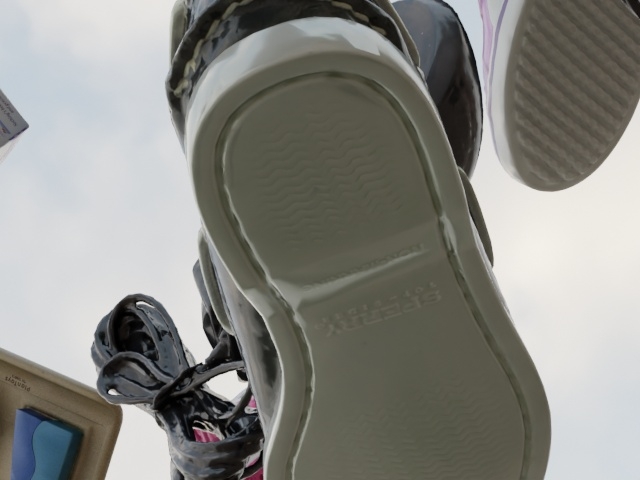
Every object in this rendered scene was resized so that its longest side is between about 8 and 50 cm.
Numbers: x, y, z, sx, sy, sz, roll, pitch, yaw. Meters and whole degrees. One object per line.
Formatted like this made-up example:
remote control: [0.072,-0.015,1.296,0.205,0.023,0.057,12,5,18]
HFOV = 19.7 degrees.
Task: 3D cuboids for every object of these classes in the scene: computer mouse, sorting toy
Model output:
computer mouse: [0.000,0.000,0.956,0.072,0.188,0.272,34,-87,-31]
sorting toy: [-0.332,0.194,1.639,0.041,0.307,0.229,-4,-68,-64]

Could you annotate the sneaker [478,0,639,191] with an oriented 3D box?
sneaker: [0.126,-0.178,1.123,0.102,0.161,0.282,-1,-78,-26]

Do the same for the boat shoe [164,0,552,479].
boat shoe: [0.016,0.017,0.671,0.114,0.091,0.302,-12,-44,-3]

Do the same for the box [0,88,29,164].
box: [-0.306,-0.057,1.396,0.137,0.126,0.072,-39,-89,-30]

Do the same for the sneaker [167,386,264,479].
sneaker: [0.013,0.113,1.216,0.111,0.252,0.103,-28,-82,-44]

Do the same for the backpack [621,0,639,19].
backpack: [0.117,-0.035,0.338,0.105,0.114,0.084,0,-29,-42]
